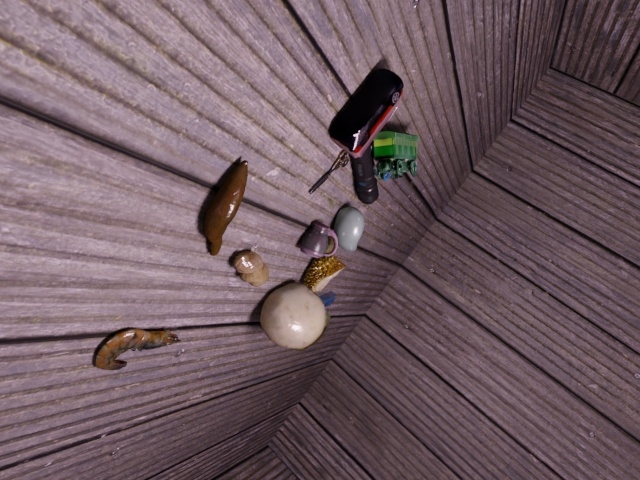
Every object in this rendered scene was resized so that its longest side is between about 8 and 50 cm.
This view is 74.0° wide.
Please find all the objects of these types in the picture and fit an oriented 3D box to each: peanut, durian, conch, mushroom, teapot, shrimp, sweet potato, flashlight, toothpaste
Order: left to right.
[{"bbox_3d":[-0.578,0.348,1.353,0.169,0.058,0.296,-47,154,7],"label":"shrimp"},{"bbox_3d":[-0.286,-0.070,1.241,0.108,0.079,0.346,-38,160,-58],"label":"sweet potato"},{"bbox_3d":[-0.252,0.103,1.553,0.104,0.085,0.227,-35,153,-11],"label":"peanut"},{"bbox_3d":[-0.147,0.366,1.949,0.314,0.314,0.336,-33,172,-38],"label":"mushroom"},{"bbox_3d":[-0.007,0.359,2.440,0.272,0.053,0.066,-13,132,-55],"label":"toothpaste"},{"bbox_3d":[-0.005,-0.001,1.798,0.116,0.148,0.145,4,109,-68],"label":"teapot"},{"bbox_3d":[0.004,0.153,2.055,0.249,0.138,0.183,-53,-170,26],"label":"durian"},{"bbox_3d":[0.120,-0.051,1.950,0.121,0.185,0.220,6,116,-13],"label":"conch"},{"bbox_3d":[0.182,-0.286,1.766,0.103,0.103,0.424,-47,156,-10],"label":"flashlight"}]

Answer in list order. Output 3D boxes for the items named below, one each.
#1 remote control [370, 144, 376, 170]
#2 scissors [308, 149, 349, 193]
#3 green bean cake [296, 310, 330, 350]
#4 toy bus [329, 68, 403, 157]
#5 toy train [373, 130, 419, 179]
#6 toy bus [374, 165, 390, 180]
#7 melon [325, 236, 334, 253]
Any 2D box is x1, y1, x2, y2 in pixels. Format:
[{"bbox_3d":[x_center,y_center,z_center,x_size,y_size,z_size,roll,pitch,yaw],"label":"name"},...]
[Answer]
[{"bbox_3d":[0.210,-0.341,1.833,0.059,0.028,0.212,-50,157,-8],"label":"remote control"},{"bbox_3d":[0.032,-0.258,1.639,0.220,0.017,0.088,-46,157,-11],"label":"scissors"},{"bbox_3d":[-0.065,0.507,2.455,0.236,0.124,0.232,-19,141,-52],"label":"green bean cake"},{"bbox_3d":[0.165,-0.440,1.481,0.302,0.128,0.147,-53,162,-2],"label":"toy bus"},{"bbox_3d":[0.325,-0.364,1.821,0.301,0.120,0.202,-15,104,-55],"label":"toy train"},{"bbox_3d":[0.276,-0.309,1.938,0.038,0.083,0.046,-51,146,-1],"label":"toy bus"},{"bbox_3d":[0.026,0.021,1.934,0.099,0.099,0.162,-52,162,0],"label":"melon"}]
